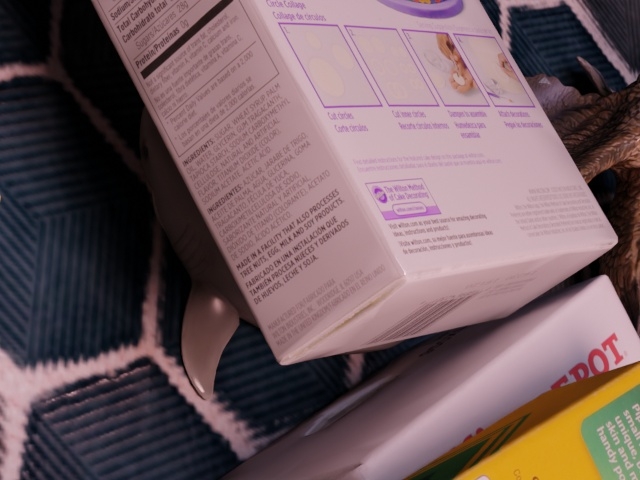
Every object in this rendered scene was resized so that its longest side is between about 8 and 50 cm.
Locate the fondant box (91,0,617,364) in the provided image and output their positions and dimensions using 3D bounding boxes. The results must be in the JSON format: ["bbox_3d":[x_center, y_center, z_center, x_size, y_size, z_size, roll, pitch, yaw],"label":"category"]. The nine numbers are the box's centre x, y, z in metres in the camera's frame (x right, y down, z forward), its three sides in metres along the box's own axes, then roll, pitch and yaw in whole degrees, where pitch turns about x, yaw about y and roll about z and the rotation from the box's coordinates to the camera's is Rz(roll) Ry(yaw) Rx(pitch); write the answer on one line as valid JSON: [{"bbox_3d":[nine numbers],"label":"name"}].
[{"bbox_3d":[0.003,-0.107,0.946,0.238,0.096,0.330,-6,65,-55],"label":"fondant box"}]

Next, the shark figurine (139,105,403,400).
[{"bbox_3d":[0.018,0.022,1.030,0.278,0.116,0.166,20,58,-37],"label":"shark figurine"}]

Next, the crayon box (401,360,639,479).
[{"bbox_3d":[0.114,0.192,0.812,0.323,0.083,0.203,-23,88,-43],"label":"crayon box"}]

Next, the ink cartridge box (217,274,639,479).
[{"bbox_3d":[0.132,0.258,0.982,0.285,0.166,0.395,-31,93,-49],"label":"ink cartridge box"}]

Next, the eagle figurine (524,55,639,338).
[{"bbox_3d":[0.228,-0.052,1.271,0.226,0.225,0.298,35,69,26],"label":"eagle figurine"}]
